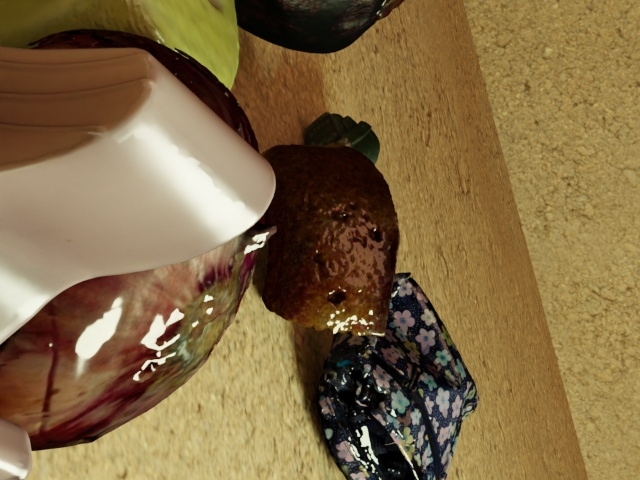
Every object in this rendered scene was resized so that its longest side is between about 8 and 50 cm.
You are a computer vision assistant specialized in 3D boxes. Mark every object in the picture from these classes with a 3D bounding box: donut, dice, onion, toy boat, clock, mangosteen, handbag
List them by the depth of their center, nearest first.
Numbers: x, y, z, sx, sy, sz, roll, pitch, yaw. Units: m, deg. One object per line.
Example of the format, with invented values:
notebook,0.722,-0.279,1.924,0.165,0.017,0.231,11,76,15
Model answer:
clock,-0.158,-0.043,0.466,0.080,0.290,0.275,45,50,-57
onion,-0.149,-0.004,0.750,0.252,0.219,0.252,-46,152,-33
dice,-0.157,-0.156,0.865,0.169,0.166,0.169,44,36,-61
donut,0.003,-0.010,1.318,0.126,0.144,0.186,5,94,-34
mangosteen,-0.031,-0.340,1.339,0.302,0.275,0.275,39,19,2
handbag,0.075,0.168,1.409,0.228,0.127,0.208,61,35,-25
toy boat,0.009,-0.094,1.515,0.085,0.078,0.260,49,19,-2
